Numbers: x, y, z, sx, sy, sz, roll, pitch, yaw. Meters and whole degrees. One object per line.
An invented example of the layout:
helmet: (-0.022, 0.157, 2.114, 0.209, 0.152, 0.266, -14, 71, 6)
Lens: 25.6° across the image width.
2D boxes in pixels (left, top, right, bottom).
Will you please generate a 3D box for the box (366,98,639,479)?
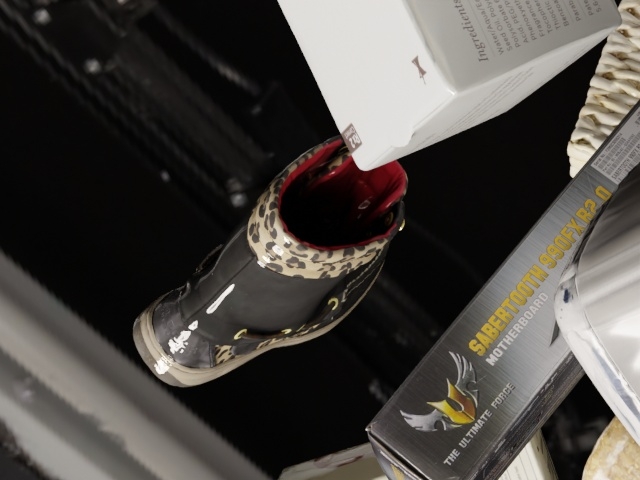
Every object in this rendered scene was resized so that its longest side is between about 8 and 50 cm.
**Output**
box: (0.123, 0.048, 0.774, 0.056, 0.183, 0.231, 39, -98, 15)

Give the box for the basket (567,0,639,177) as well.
basket: (0.463, -0.112, 1.581, 0.266, 0.331, 0.328, -63, -20, -14)

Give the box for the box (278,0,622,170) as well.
box: (0.060, -0.160, 0.849, 0.119, 0.181, 0.182, -24, -94, -18)

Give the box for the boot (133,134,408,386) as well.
boot: (0.000, 0.000, 1.503, 0.377, 0.284, 0.138, -24, -104, -43)

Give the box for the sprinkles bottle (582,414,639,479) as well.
sprinkles bottle: (0.338, 0.229, 0.910, 0.355, 0.121, 0.121, 37, -147, 31)

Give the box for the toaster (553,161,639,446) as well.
toaster: (0.198, 0.006, 0.586, 0.129, 0.146, 0.227, 53, -138, -6)

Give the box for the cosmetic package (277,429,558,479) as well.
cosmetic package: (0.109, 0.293, 1.534, 0.129, 0.296, 0.153, -62, -47, -75)
